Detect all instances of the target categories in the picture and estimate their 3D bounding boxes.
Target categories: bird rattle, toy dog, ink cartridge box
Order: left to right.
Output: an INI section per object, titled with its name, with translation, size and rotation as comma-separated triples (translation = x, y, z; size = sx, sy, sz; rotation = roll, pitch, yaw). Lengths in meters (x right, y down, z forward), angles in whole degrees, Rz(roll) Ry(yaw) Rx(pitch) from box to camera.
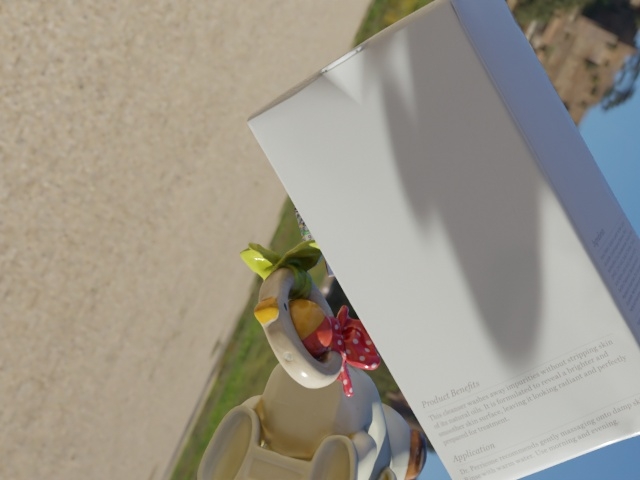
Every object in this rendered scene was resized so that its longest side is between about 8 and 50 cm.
[bird rattle]
translation = -0.022, 0.113, 1.647
size = 0.253, 0.143, 0.207
rotation = 68, 23, -18
[ink cartridge box]
translation = 0.000, 0.000, 1.858
size = 0.063, 0.029, 0.115
rotation = -8, 81, -63
[toy dog]
translation = 0.017, 0.356, 2.184
size = 0.408, 0.284, 0.395
rotation = 39, 58, -60

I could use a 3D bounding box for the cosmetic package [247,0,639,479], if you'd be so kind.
[cosmetic package]
translation = 0.135, -0.003, 1.062
size = 0.217, 0.385, 0.156
rotation = -26, -177, 28
